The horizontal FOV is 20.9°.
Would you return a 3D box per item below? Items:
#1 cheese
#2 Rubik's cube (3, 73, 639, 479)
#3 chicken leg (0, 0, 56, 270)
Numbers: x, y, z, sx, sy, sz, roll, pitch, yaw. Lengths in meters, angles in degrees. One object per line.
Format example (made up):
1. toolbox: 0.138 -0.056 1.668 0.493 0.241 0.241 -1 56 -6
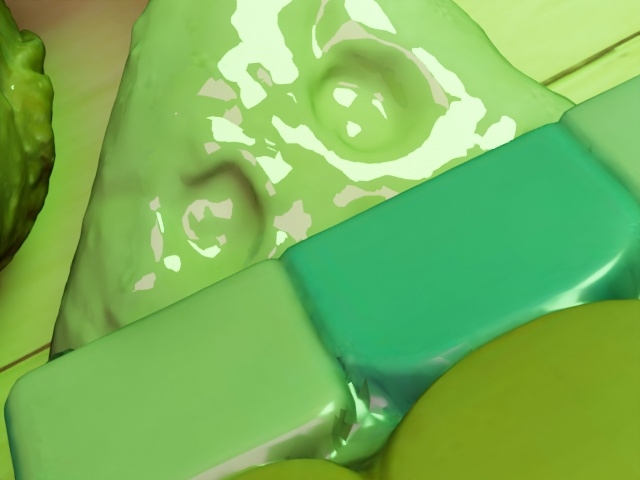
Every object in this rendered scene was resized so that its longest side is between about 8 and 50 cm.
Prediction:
1. cheese: 0.000 0.000 0.735 0.251 0.173 0.248 34 84 -1
2. Rubik's cube: 0.133 0.181 0.565 0.347 0.344 0.346 -27 121 0
3. chicken leg: -0.215 0.057 0.689 0.295 0.182 0.409 -43 42 23
